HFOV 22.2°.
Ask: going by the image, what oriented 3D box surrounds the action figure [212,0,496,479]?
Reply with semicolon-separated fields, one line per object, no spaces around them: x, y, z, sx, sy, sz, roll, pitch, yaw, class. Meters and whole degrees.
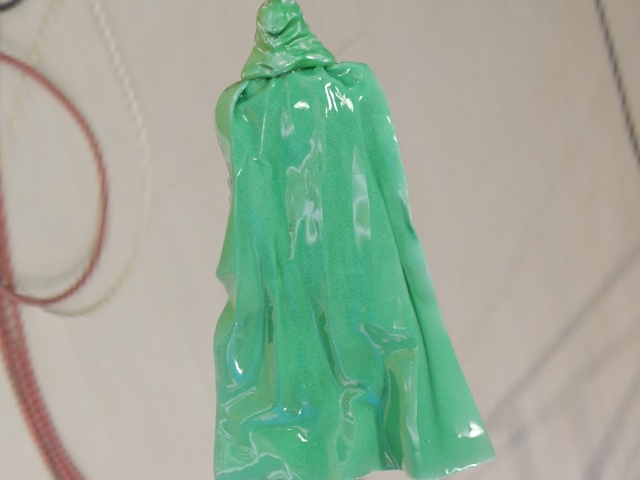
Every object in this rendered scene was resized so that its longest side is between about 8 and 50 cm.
0.000;0.000;0.763;0.063;0.137;0.232;-88;169;-71;action figure
